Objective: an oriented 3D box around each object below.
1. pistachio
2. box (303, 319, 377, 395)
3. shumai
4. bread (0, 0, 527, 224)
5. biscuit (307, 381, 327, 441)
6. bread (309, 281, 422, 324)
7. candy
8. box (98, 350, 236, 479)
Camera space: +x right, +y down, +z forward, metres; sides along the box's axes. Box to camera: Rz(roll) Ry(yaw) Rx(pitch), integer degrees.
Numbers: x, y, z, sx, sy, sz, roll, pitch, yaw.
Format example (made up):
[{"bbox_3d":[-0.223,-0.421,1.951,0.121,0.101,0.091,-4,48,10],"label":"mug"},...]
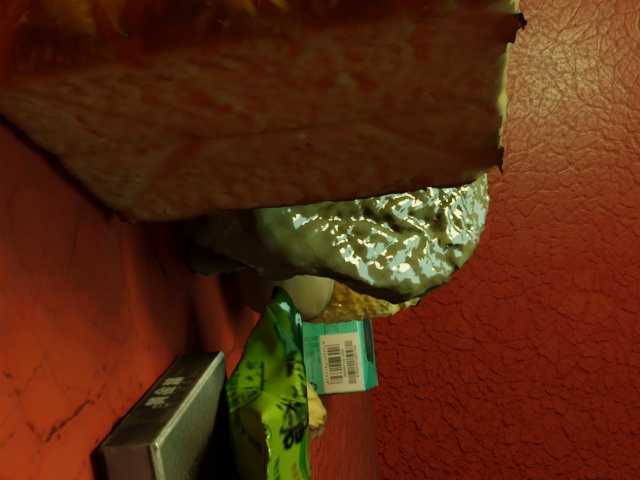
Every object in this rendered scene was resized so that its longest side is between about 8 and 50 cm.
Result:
[{"bbox_3d":[-0.045,0.020,0.772,0.124,0.125,0.184,-86,167,-53],"label":"pistachio"},{"bbox_3d":[0.037,0.193,1.297,0.311,0.118,0.205,51,35,-76],"label":"box"},{"bbox_3d":[0.010,-0.045,0.631,0.204,0.272,0.222,155,-59,-63],"label":"shumai"},{"bbox_3d":[-0.034,-0.176,0.422,0.207,0.279,0.278,63,25,-68],"label":"bread"},{"bbox_3d":[-0.049,0.202,0.809,0.118,0.061,0.183,43,7,3],"label":"biscuit"},{"bbox_3d":[0.000,0.000,0.909,0.163,0.262,0.204,-34,127,-40],"label":"bread"},{"bbox_3d":[-0.043,0.154,0.560,0.246,0.069,0.149,-97,-177,-69],"label":"candy"},{"bbox_3d":[-0.089,0.269,0.519,0.180,0.047,0.324,-63,146,-80],"label":"box"}]
